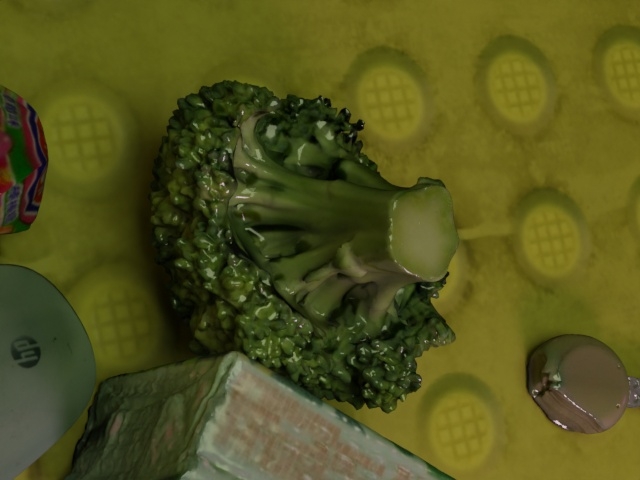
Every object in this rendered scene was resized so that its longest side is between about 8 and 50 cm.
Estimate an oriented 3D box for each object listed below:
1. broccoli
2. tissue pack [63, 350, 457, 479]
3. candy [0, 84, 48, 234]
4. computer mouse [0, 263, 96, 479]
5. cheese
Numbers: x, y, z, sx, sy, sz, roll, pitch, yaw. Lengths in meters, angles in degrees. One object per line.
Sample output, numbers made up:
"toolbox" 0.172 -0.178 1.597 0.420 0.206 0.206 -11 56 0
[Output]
"broccoli" -0.011 0.012 1.172 0.288 0.260 0.235 19 106 -31
"tissue pack" -0.020 0.213 1.125 0.310 0.228 0.128 31 66 -23
"candy" -0.382 -0.048 1.045 0.365 0.124 0.124 -7 84 -21
"computer mouse" -0.293 0.130 1.054 0.288 0.097 0.159 -36 102 -31
"cheese" 0.280 0.152 1.421 0.171 0.047 0.092 30 68 -24
